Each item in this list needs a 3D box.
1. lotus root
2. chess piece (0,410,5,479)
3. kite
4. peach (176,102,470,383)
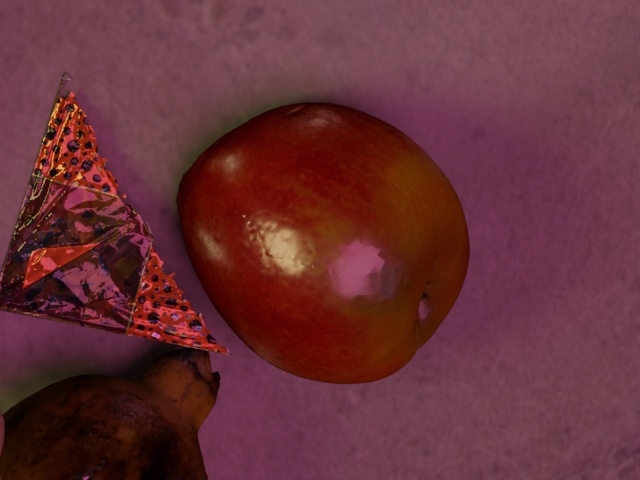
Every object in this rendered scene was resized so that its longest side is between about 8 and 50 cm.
[{"bbox_3d":[-0.173,0.192,1.303,0.169,0.141,0.314,45,77,-29],"label":"lotus root"},{"bbox_3d":[-0.246,0.089,1.134,0.124,0.307,0.139,-33,118,-13],"label":"chess piece"},{"bbox_3d":[-0.166,0.015,1.311,0.125,0.008,0.222,-29,104,2],"label":"kite"},{"bbox_3d":[0.000,0.000,1.343,0.190,0.192,0.190,-45,158,-24],"label":"peach"}]
